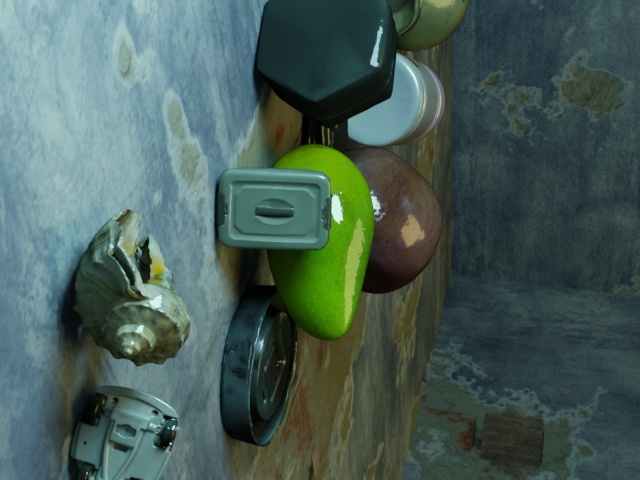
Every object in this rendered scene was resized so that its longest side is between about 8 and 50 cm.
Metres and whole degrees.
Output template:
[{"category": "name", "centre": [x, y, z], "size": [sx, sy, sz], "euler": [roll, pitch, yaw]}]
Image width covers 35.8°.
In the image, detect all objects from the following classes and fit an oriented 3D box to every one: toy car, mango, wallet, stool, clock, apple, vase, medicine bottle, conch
[{"category": "toy car", "centre": [-0.226, 0.241, 1.147], "size": [0.112, 0.112, 0.139], "euler": [107, 2, -81]}, {"category": "mango", "centre": [0.000, 0.000, 1.631], "size": [0.156, 0.192, 0.343], "euler": [18, 58, -52]}, {"category": "wallet", "centre": [0.017, -0.269, 1.930], "size": [0.168, 0.052, 0.245], "euler": [-17, 109, -66]}, {"category": "stool", "centre": [0.016, -0.307, 1.601], "size": [0.141, 0.232, 0.232], "euler": [46, 52, -69]}, {"category": "clock", "centre": [-0.100, 0.211, 1.690], "size": [0.280, 0.055, 0.281], "euler": [7, 90, -76]}, {"category": "apple", "centre": [0.094, -0.040, 1.865], "size": [0.235, 0.305, 0.306], "euler": [-60, 157, -22]}, {"category": "vase", "centre": [0.158, -0.571, 2.114], "size": [0.302, 0.241, 0.329], "euler": [-9, 77, -62]}, {"category": "medicine bottle", "centre": [0.149, -0.304, 2.143], "size": [0.316, 0.202, 0.202], "euler": [-21, 116, -74]}, {"category": "conch", "centre": [-0.201, 0.043, 1.082], "size": [0.207, 0.130, 0.155], "euler": [-88, -172, -51]}]

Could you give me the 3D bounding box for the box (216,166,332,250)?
[{"category": "box", "centre": [-0.068, -0.055, 1.502], "size": [0.093, 0.172, 0.124], "euler": [-90, -177, -74]}]

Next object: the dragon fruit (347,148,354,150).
[{"category": "dragon fruit", "centre": [0.071, -0.166, 2.237], "size": [0.097, 0.063, 0.131], "euler": [-52, 169, 9]}]
